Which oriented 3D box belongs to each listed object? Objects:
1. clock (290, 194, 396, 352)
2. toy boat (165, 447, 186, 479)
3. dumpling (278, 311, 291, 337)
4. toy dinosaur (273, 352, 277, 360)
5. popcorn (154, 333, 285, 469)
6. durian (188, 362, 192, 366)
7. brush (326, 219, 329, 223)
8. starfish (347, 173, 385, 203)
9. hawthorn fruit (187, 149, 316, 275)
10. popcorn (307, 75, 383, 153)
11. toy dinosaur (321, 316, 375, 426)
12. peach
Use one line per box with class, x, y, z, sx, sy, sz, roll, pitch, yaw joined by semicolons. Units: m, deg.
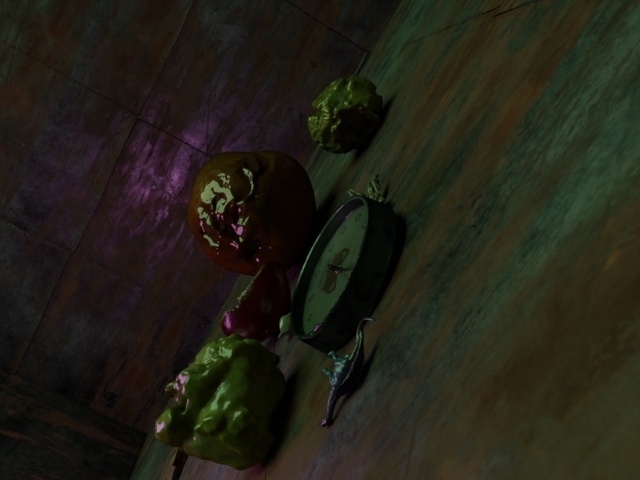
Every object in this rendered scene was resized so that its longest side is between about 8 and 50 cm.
clock;0.038;0.061;1.053;0.325;0.067;0.325;-56;18;29
toy boat;-0.495;0.772;1.831;0.049;0.047;0.149;-31;32;43
dumpling;-0.087;0.223;1.375;0.059;0.043;0.077;106;168;-55
toy dinosaur;-0.191;0.397;1.306;0.162;0.077;0.294;-52;13;37
popcorn;-0.196;0.328;1.094;0.235;0.242;0.250;-54;9;44
durian;-0.364;0.492;1.743;0.187;0.153;0.260;-34;13;16
brush;0.000;0.000;1.610;0.051;0.014;0.164;-40;23;58
starfish;0.094;-0.061;1.212;0.176;0.053;0.208;-46;22;25
hawthorn fruit;-0.228;-0.097;1.786;0.471;0.472;0.471;-57;11;18
popcorn;0.083;-0.416;1.760;0.258;0.224;0.270;-28;28;58
toy dinosaur;0.040;0.205;0.833;0.197;0.045;0.080;-67;23;8
peach;-0.167;0.193;1.518;0.267;0.154;0.159;-50;3;6
